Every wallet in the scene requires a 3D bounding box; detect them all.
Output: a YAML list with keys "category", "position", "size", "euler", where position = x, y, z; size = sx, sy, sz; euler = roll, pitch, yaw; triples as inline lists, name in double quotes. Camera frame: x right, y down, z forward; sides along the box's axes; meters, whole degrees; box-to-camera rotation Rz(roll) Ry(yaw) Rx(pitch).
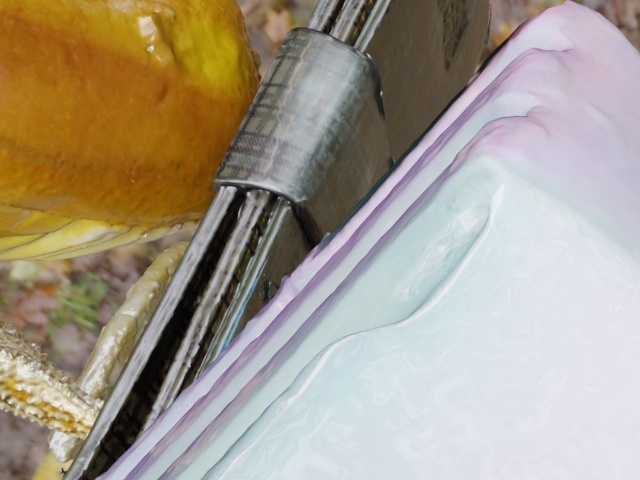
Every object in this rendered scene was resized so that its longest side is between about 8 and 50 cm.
- category: "wallet"
  position: [0.001, 0.000, 0.713]
  size: [0.044, 0.169, 0.317]
  euler: [16, 62, 16]

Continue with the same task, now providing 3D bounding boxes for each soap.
- category: "soap"
  position: [-0.022, 0.108, 0.447]
  size: [0.109, 0.193, 0.324]
  euler: [42, 113, -4]

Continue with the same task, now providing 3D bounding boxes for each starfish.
- category: "starfish"
  position: [-0.229, 0.049, 1.095]
  size: [0.084, 0.293, 0.301]
  euler: [-48, 44, -4]

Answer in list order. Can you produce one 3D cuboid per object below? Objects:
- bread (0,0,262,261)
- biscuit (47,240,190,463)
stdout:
- category: "bread"
  position: [-0.111, -0.066, 0.666]
  size: [0.114, 0.190, 0.132]
  euler: [-13, 71, 43]
- category: "biscuit"
  position: [-0.141, 0.067, 1.524]
  size: [0.038, 0.290, 0.141]
  euler: [27, 110, 6]
